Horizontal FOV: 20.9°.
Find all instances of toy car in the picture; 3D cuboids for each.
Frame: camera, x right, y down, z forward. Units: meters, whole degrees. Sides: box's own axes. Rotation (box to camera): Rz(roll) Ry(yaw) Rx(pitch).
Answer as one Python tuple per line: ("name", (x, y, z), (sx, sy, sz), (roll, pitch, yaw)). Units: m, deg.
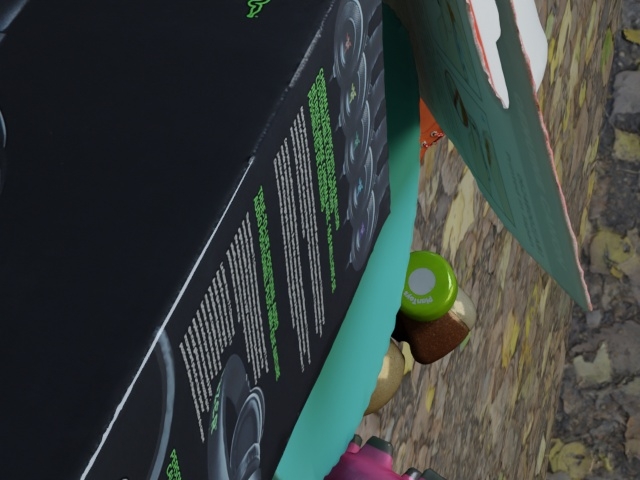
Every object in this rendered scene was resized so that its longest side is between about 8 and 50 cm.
("toy car", (0.016, 0.080, 1.367), (0.188, 0.149, 0.155), (-50, 163, -5))

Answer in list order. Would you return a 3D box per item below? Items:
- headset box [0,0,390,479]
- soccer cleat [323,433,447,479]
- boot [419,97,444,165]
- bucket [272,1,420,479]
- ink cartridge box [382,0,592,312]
("headset box", (-0.128, 0.005, 0.555), (0.131, 0.246, 0.283), (84, 23, -44))
("soccer cleat", (-0.016, 0.173, 0.957), (0.116, 0.331, 0.143), (38, 76, -34))
("boot", (0.092, -0.100, 1.528), (0.059, 0.084, 0.158), (-48, 146, -64))
("bucket", (-0.071, -0.009, 0.852), (0.281, 0.183, 0.281), (10, 90, -72))
("ink cartridge box", (0.061, -0.192, 0.832), (0.385, 0.091, 0.308), (-118, -172, -56))
